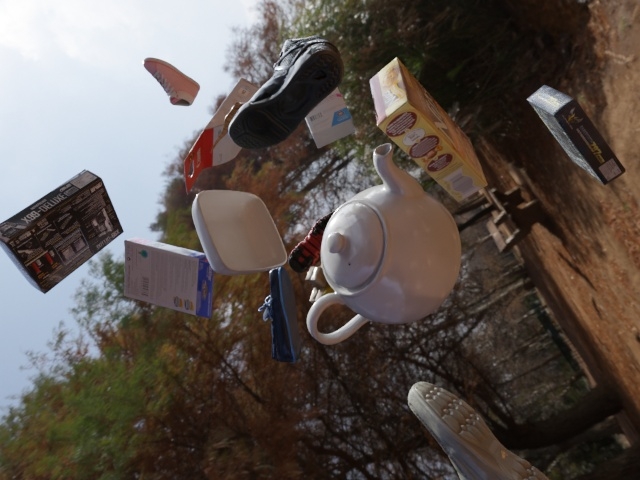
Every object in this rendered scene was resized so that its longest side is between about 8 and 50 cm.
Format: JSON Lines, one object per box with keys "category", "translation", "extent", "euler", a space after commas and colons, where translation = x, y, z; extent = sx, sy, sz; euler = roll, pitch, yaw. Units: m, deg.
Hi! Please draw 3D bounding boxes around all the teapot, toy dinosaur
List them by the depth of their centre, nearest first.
{"category": "teapot", "translation": [0.085, 0.022, 0.713], "extent": [0.187, 0.252, 0.256], "euler": [8, -115, -38]}
{"category": "toy dinosaur", "translation": [-0.285, -0.378, 1.387], "extent": [0.112, 0.211, 0.064], "euler": [-26, -104, -44]}

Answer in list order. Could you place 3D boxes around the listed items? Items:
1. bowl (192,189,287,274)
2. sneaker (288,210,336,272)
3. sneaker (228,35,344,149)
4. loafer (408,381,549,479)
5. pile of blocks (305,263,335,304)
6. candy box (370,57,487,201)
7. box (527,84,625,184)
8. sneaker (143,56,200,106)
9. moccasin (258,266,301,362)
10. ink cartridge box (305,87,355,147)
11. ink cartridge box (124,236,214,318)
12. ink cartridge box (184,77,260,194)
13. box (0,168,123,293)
{"category": "bowl", "translation": [-0.132, -0.007, 0.682], "extent": [0.142, 0.053, 0.142], "euler": [-4, -116, -51]}
{"category": "sneaker", "translation": [0.000, 0.000, 1.562], "extent": [0.097, 0.276, 0.135], "euler": [43, -174, 5]}
{"category": "sneaker", "translation": [-0.059, -0.247, 0.722], "extent": [0.087, 0.227, 0.130], "euler": [36, -148, -30]}
{"category": "loafer", "translation": [0.281, 0.399, 0.797], "extent": [0.112, 0.112, 0.319], "euler": [-6, -140, -49]}
{"category": "pile of blocks", "translation": [0.095, 0.036, 1.133], "extent": [0.112, 0.362, 0.149], "euler": [41, -175, -34]}
{"category": "candy box", "translation": [0.251, -0.248, 1.006], "extent": [0.316, 0.087, 0.183], "euler": [33, -142, -33]}
{"category": "box", "translation": [0.620, -0.262, 1.064], "extent": [0.232, 0.059, 0.183], "euler": [44, -157, -17]}
{"category": "sneaker", "translation": [-0.345, -0.356, 0.993], "extent": [0.134, 0.051, 0.070], "euler": [25, -113, -34]}
{"category": "moccasin", "translation": [-0.155, 0.267, 1.533], "extent": [0.137, 0.116, 0.342], "euler": [2, -99, -72]}
{"category": "ink cartridge box", "translation": [0.006, -0.335, 1.095], "extent": [0.061, 0.104, 0.181], "euler": [60, -171, -63]}
{"category": "ink cartridge box", "translation": [-0.451, 0.111, 1.321], "extent": [0.065, 0.310, 0.186], "euler": [-34, -46, -67]}
{"category": "ink cartridge box", "translation": [-0.360, -0.356, 1.598], "extent": [0.091, 0.308, 0.385], "euler": [29, -111, -6]}
{"category": "box", "translation": [-0.755, -0.027, 1.289], "extent": [0.076, 0.243, 0.307], "euler": [27, -127, 17]}
